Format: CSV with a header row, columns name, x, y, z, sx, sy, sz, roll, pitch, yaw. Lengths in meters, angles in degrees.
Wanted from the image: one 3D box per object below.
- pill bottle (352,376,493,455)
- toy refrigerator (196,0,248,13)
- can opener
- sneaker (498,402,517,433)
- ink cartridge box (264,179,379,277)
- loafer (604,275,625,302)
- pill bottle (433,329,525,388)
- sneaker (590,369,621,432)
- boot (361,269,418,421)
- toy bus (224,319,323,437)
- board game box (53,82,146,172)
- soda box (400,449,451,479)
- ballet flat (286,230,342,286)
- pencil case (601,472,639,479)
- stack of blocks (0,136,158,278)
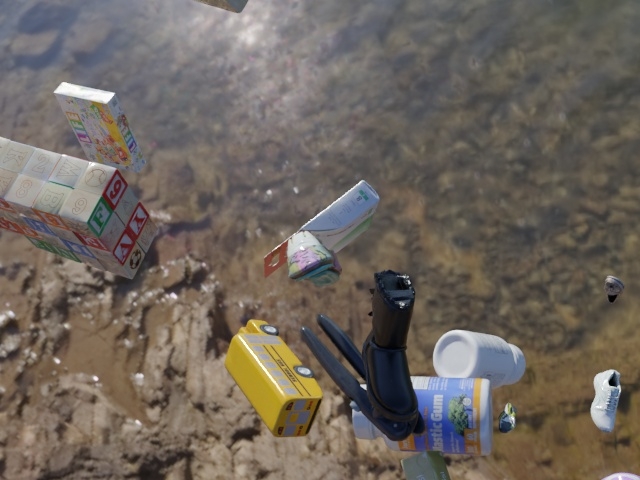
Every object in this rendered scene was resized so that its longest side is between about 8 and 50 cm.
name,x,y,z,sx,sy,sz,roll,pitch,yaw
pill bottle,0.209,0.354,1.644,0.272,0.152,0.152,-2,53,15
toy refrigerator,-0.176,-0.376,0.903,0.102,0.269,0.094,27,86,38
can opener,0.041,0.153,0.904,0.059,0.073,0.186,-37,60,-21
sneaker,0.372,0.363,1.623,0.031,0.035,0.083,35,34,8
ink cartridge box,0.000,0.000,1.466,0.225,0.181,0.056,-40,81,-12
loafer,0.726,0.124,2.003,0.045,0.125,0.039,25,82,30
pill bottle,0.385,0.288,1.929,0.131,0.229,0.131,-13,71,43
sneaker,0.662,0.367,1.866,0.054,0.061,0.152,17,59,-9
boot,0.068,0.093,0.750,0.045,0.099,0.121,3,31,-12
toy bus,-0.116,0.305,1.842,0.333,0.130,0.108,42,119,49
board game box,-0.353,-0.180,1.305,0.104,0.154,0.026,14,56,21
soda box,0.208,0.471,1.449,0.061,0.058,0.181,-31,62,29
ballet flat,-0.013,0.027,1.270,0.077,0.221,0.079,-22,81,7
pencil case,0.357,0.374,0.950,0.088,0.086,0.206,23,45,9
stack of blocks,-0.400,-0.056,1.139,0.297,0.171,0.087,16,67,16
